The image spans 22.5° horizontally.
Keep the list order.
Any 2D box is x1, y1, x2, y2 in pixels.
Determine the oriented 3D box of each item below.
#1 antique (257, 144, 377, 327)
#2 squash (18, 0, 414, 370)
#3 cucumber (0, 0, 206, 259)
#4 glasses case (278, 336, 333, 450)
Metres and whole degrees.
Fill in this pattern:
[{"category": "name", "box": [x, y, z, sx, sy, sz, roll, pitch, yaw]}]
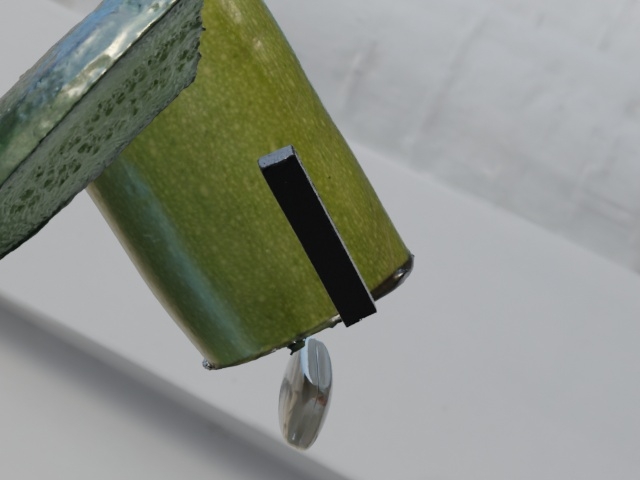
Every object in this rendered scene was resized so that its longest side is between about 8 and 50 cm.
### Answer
[{"category": "antique", "box": [0.000, 0.000, 1.239, 0.031, 0.015, 0.192, -24, -46, 4]}, {"category": "squash", "box": [-0.105, -0.074, 1.665, 0.263, 0.384, 0.263, -30, 9, 5]}, {"category": "cucumber", "box": [-0.174, -0.077, 1.041, 0.244, 0.063, 0.115, -48, -16, -20]}, {"category": "glasses case", "box": [-0.017, 0.168, 1.797, 0.204, 0.051, 0.081, -93, 25, -73]}]
